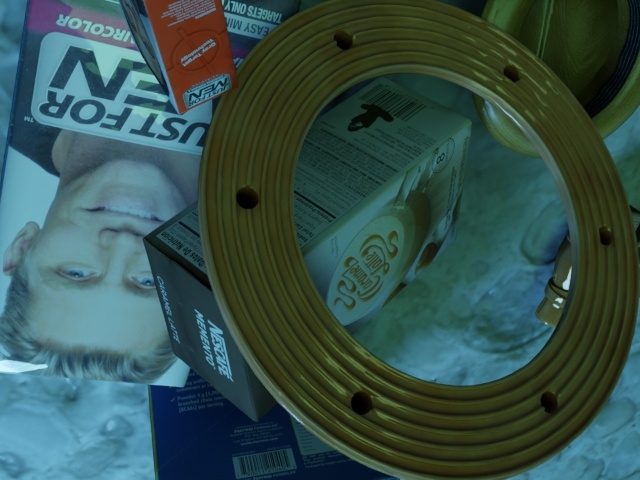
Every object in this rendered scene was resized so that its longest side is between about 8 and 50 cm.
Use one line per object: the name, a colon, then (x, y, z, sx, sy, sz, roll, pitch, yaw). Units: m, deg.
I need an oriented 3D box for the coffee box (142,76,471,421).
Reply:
coffee box: (0.000, 0.000, 0.598, 0.246, 0.098, 0.141, -39, 146, -28)

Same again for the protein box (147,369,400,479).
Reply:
protein box: (-0.054, 0.208, 0.730, 0.199, 0.201, 0.136, -6, 123, -13)

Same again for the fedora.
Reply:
fedora: (0.196, -0.168, 0.645, 0.194, 0.079, 0.194, -7, 116, -14)

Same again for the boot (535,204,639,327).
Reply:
boot: (0.334, 0.039, 0.822, 0.197, 0.073, 0.152, 15, 115, -10)

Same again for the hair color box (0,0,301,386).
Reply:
hair color box: (-0.151, -0.055, 0.597, 0.173, 0.105, 0.347, 9, 119, -21)

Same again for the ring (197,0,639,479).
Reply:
ring: (0.079, -0.011, 0.524, 0.336, 0.337, 0.032, 11, 159, -22)

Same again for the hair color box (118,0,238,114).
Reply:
hair color box: (-0.086, -0.142, 0.417, 0.043, 0.072, 0.141, -28, 153, -12)
